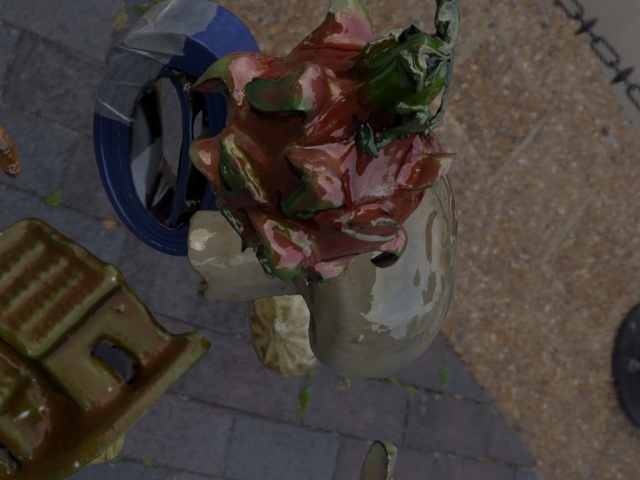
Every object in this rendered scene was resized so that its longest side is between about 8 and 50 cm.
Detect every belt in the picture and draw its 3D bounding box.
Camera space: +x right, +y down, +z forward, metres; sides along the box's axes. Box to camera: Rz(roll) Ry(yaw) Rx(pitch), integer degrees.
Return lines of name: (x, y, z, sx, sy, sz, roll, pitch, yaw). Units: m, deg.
belt: (-0.186, -0.145, 1.188, 0.213, 0.346, 0.117, 15, 39, 6)

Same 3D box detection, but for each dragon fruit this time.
dragon fruit: (0.010, -0.065, 0.488, 0.135, 0.236, 0.137, -23, 67, -27)

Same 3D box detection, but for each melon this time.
melon: (0.100, 0.384, 1.473, 0.054, 0.182, 0.098, 11, 38, 1)

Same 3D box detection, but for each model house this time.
model house: (-0.301, 0.120, 0.936, 0.268, 0.173, 0.239, -45, 108, -15)

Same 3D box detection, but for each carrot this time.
carrot: (-0.529, -0.191, 1.374, 0.059, 0.059, 0.247, -48, 134, -28)

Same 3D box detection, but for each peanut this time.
peanut: (-0.057, 0.089, 1.560, 0.153, 0.140, 0.325, 34, 44, -46)

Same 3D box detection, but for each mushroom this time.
mushroom: (0.000, 0.000, 0.944, 0.290, 0.292, 0.292, 0, 84, 8)

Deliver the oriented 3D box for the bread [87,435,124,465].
bread: (-0.405, 0.235, 1.419, 0.153, 0.288, 0.119, -11, 134, -16)
